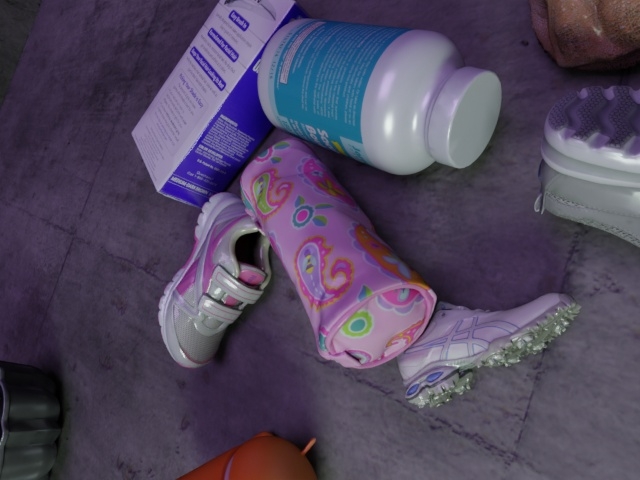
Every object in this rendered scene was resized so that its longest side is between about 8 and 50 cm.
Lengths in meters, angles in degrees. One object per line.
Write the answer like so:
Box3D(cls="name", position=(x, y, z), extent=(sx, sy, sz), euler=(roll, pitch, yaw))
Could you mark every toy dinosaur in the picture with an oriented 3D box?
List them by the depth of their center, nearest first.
Box3D(cls="toy dinosaur", position=(0.271, -0.194, 0.359), extent=(0.127, 0.200, 0.296), euler=(-32, 24, -13))

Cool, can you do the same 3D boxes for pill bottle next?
Box3D(cls="pill bottle", position=(0.058, -0.163, 0.481), extent=(0.264, 0.146, 0.146), euler=(30, 95, 39))

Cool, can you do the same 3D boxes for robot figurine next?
Box3D(cls="robot figurine", position=(-0.091, 0.296, 0.455), extent=(0.219, 0.158, 0.128), euler=(-34, 72, 15))

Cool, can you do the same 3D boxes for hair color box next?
Box3D(cls="hair color box", position=(-0.154, -0.239, 0.689), extent=(0.339, 0.110, 0.185), euler=(-49, 52, 16))

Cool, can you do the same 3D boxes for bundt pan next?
Box3D(cls="bundt pan", position=(-0.622, 0.394, 0.829), extent=(0.331, 0.124, 0.331), euler=(-11, 70, 33))

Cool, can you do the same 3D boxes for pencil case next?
Box3D(cls="pencil case", position=(0.000, 0.000, 0.468), extent=(0.124, 0.124, 0.284), euler=(-49, 46, 14))

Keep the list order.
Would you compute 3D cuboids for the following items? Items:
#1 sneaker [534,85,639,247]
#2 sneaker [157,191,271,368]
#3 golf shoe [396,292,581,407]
Box3D(cls="sneaker", position=(0.300, -0.028, 0.301), extent=(0.281, 0.115, 0.105), euler=(23, 62, 23))
Box3D(cls="sneaker", position=(-0.135, 0.058, 0.585), extent=(0.111, 0.103, 0.252), euler=(13, 85, 40))
Box3D(cls="golf shoe", position=(0.142, 0.083, 0.397), extent=(0.176, 0.069, 0.086), euler=(-37, 51, 21))
